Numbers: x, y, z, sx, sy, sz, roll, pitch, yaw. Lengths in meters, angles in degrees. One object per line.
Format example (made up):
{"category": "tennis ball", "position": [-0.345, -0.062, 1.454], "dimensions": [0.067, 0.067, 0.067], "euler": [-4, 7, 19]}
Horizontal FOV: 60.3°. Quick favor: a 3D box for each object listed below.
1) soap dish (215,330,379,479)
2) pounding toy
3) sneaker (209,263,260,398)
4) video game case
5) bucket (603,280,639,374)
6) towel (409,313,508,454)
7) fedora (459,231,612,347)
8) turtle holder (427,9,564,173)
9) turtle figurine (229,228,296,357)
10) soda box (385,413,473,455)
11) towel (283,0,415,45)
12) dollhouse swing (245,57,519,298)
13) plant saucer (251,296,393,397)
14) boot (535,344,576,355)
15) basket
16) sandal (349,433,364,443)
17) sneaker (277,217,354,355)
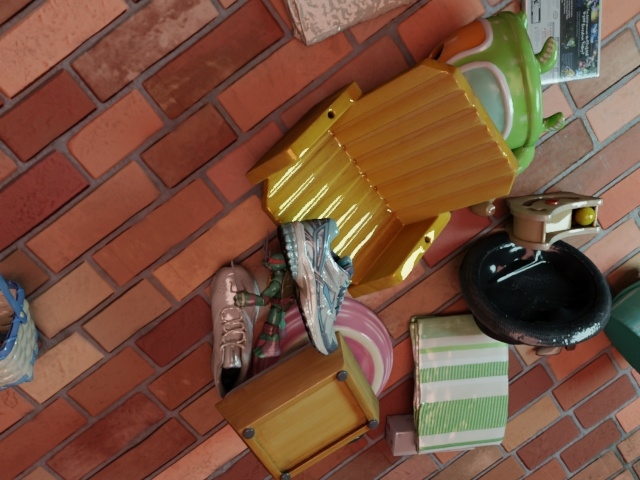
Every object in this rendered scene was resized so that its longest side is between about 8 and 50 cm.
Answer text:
{"category": "soap dish", "position": [-0.032, 0.351, 1.138], "dimensions": [0.291, 0.118, 0.228], "euler": [-30, 119, -5]}
{"category": "pounding toy", "position": [0.480, -0.076, 1.190], "dimensions": [0.270, 0.154, 0.154], "euler": [-7, 109, -9]}
{"category": "sneaker", "position": [-0.179, 0.196, 1.161], "dimensions": [0.111, 0.129, 0.297], "euler": [-1, 107, -10]}
{"category": "video game case", "position": [0.503, -0.428, 1.152], "dimensions": [0.173, 0.022, 0.190], "euler": [-10, 109, -8]}
{"category": "bucket", "position": [0.817, 0.216, 1.297], "dimensions": [0.183, 0.281, 0.281], "euler": [-35, 111, 3]}
{"category": "towel", "position": [0.333, 0.337, 1.317], "dimensions": [0.248, 0.038, 0.324], "euler": [-2, 91, -12]}
{"category": "fedora", "position": [0.460, 0.131, 1.234], "dimensions": [0.334, 0.334, 0.152], "euler": [-4, 142, -10]}
{"category": "turtle holder", "position": [0.317, -0.270, 1.076], "dimensions": [0.228, 0.243, 0.320], "euler": [-15, 147, 9]}
{"category": "turtle figurine", "position": [-0.101, 0.106, 1.107], "dimensions": [0.118, 0.175, 0.234], "euler": [7, 107, 22]}
{"category": "soda box", "position": [0.275, 0.479, 1.371], "dimensions": [0.216, 0.074, 0.069], "euler": [-1, 107, -11]}
{"category": "towel", "position": [0.057, -0.498, 1.026], "dimensions": [0.282, 0.049, 0.187], "euler": [-23, 112, -4]}
{"category": "dollhouse swing", "position": [0.123, -0.098, 1.011], "dimensions": [0.315, 0.305, 0.347], "euler": [-49, 113, -23]}
{"category": "plant saucer", "position": [0.012, 0.290, 1.254], "dimensions": [0.332, 0.084, 0.332], "euler": [-3, 108, -10]}
{"category": "boot", "position": [0.593, 0.238, 1.379], "dimensions": [0.119, 0.042, 0.086], "euler": [-10, 103, -9]}
{"category": "basket", "position": [-0.669, 0.159, 0.995], "dimensions": [0.255, 0.201, 0.289], "euler": [-12, 141, -8]}
{"category": "sandal", "position": [0.020, 0.460, 1.322], "dimensions": [0.179, 0.067, 0.040], "euler": [-3, 97, -8]}
{"category": "sneaker", "position": [0.012, 0.089, 1.023], "dimensions": [0.122, 0.110, 0.282], "euler": [-16, 115, -6]}
